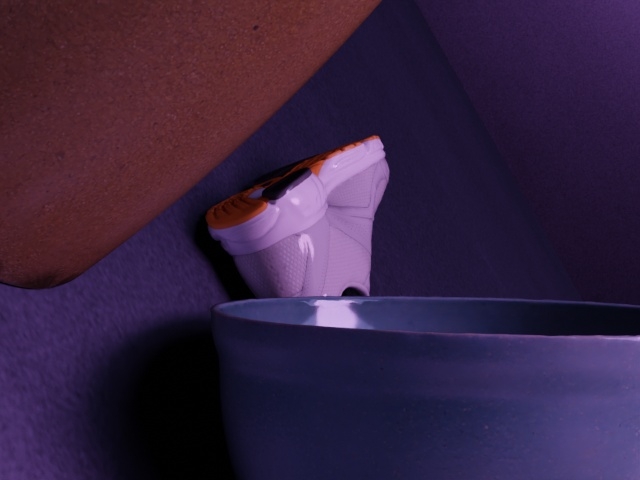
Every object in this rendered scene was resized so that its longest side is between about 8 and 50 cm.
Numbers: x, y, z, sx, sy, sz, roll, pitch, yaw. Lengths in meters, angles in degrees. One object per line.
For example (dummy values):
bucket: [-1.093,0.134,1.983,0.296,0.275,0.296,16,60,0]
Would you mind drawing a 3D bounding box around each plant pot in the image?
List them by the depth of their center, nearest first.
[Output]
plant pot: [-0.081,-0.137,0.542,0.237,0.254,0.237,52,21,-29]
plant pot: [0.084,0.136,0.634,0.293,0.293,0.196,2,89,-70]

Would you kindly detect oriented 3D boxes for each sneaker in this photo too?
sneaker: [0.000,0.000,0.865,0.121,0.099,0.262,68,24,-8]
